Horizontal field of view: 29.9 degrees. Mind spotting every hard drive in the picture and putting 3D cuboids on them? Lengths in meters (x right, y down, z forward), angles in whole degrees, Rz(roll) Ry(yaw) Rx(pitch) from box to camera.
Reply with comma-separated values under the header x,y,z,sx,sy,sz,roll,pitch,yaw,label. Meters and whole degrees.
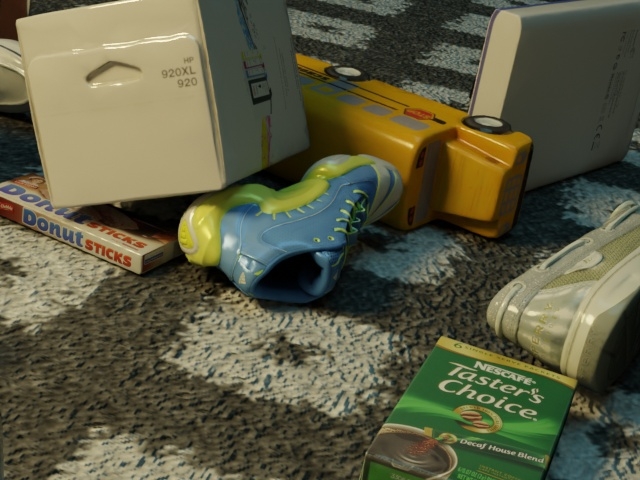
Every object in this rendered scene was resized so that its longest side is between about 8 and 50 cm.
x,y,z,sx,sy,sz,roll,pitch,yaw,label
0.275,-0.166,1.345,0.040,0.210,0.319,29,30,35,hard drive

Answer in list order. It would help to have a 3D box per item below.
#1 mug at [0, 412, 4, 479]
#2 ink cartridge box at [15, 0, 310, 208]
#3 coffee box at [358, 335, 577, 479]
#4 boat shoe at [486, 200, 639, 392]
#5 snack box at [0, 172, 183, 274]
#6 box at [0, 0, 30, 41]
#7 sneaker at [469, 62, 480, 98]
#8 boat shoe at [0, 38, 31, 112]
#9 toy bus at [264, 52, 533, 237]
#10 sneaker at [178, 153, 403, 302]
x,y,z,sx,sy,sz,roll,pitch,yaw,label
-0.242,0.150,0.577,0.169,0.113,0.150,0,24,-12,mug
-0.133,-0.136,1.087,0.171,0.168,0.233,-6,10,19,ink cartridge box
0.106,0.133,0.826,0.113,0.040,0.184,18,25,17,coffee box
0.243,0.029,1.014,0.103,0.118,0.320,22,27,23,boat shoe
-0.210,-0.017,1.062,0.178,0.022,0.064,21,27,24,snack box
-0.537,-0.316,1.395,0.381,0.191,0.143,1,25,-20,box
0.298,-0.238,1.674,0.121,0.111,0.300,28,31,10,sneaker
-0.383,-0.171,1.292,0.226,0.083,0.076,10,33,30,boat shoe
0.046,-0.101,1.241,0.333,0.108,0.130,25,29,31,toy bus
0.000,0.000,1.049,0.240,0.091,0.126,-17,47,-33,sneaker
